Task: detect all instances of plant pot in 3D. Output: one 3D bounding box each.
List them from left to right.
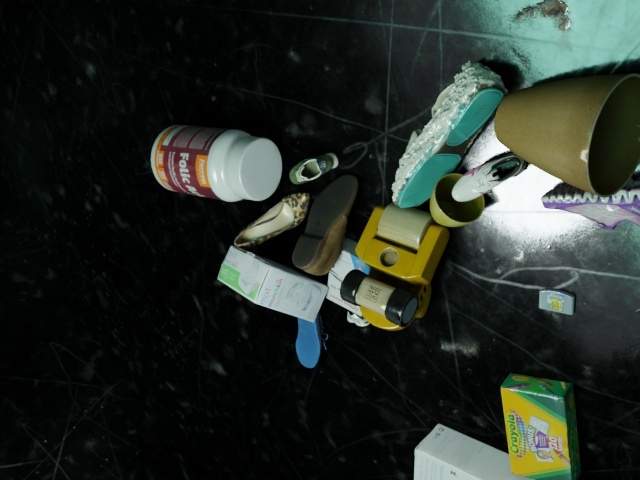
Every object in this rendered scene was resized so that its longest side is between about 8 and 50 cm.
[{"bbox_3d":[0.327,-0.087,1.531,0.134,0.134,0.095,52,155,8],"label":"plant pot"},{"bbox_3d":[0.499,-0.232,1.262,0.254,0.237,0.237,25,126,47],"label":"plant pot"}]

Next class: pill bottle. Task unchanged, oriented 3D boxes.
[{"bbox_3d":[-0.327,-0.241,1.923,0.392,0.224,0.224,12,117,36],"label":"pill bottle"}]

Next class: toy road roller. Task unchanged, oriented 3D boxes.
[{"bbox_3d":[0.220,0.084,1.676,0.202,0.240,0.330,22,86,31],"label":"toy road roller"}]

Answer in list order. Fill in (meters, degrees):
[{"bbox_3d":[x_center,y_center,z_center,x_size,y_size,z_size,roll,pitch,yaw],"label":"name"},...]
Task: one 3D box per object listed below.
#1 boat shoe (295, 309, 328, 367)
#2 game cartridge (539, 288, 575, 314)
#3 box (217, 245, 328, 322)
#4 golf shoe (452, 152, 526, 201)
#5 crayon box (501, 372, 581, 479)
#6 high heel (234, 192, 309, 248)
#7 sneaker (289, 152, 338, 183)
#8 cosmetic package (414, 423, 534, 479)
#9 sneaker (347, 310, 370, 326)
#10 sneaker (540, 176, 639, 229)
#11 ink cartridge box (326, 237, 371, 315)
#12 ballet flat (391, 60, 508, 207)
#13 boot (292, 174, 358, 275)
[{"bbox_3d":[-0.020,0.297,2.025,0.109,0.089,0.258,14,114,20],"label":"boat shoe"},{"bbox_3d":[0.577,0.147,1.497,0.083,0.017,0.056,10,112,37],"label":"game cartridge"},{"bbox_3d":[-0.149,0.128,1.888,0.262,0.231,0.127,22,90,53],"label":"box"},{"bbox_3d":[0.387,-0.150,1.428,0.186,0.086,0.068,-31,83,22],"label":"golf shoe"},{"bbox_3d":[0.582,0.499,1.614,0.165,0.081,0.279,2,111,39],"label":"crayon box"},{"bbox_3d":[-0.150,-0.057,1.888,0.261,0.186,0.093,-38,82,43],"label":"high heel"},{"bbox_3d":[-0.041,-0.205,1.797,0.192,0.086,0.064,-17,99,44],"label":"sneaker"},{"bbox_3d":[0.471,0.721,1.762,0.384,0.156,0.217,15,118,35],"label":"cosmetic package"},{"bbox_3d":[0.117,0.243,1.916,0.083,0.032,0.037,11,117,35],"label":"sneaker"},{"bbox_3d":[0.600,-0.072,1.325,0.236,0.095,0.105,1,118,39],"label":"sneaker"},{"bbox_3d":[0.101,0.109,1.832,0.139,0.082,0.191,25,123,29],"label":"ink cartridge box"},{"bbox_3d":[0.295,-0.256,1.486,0.147,0.147,0.409,46,129,13],"label":"ballet flat"},{"bbox_3d":[0.032,-0.042,1.750,0.112,0.115,0.305,23,82,42],"label":"boot"}]
